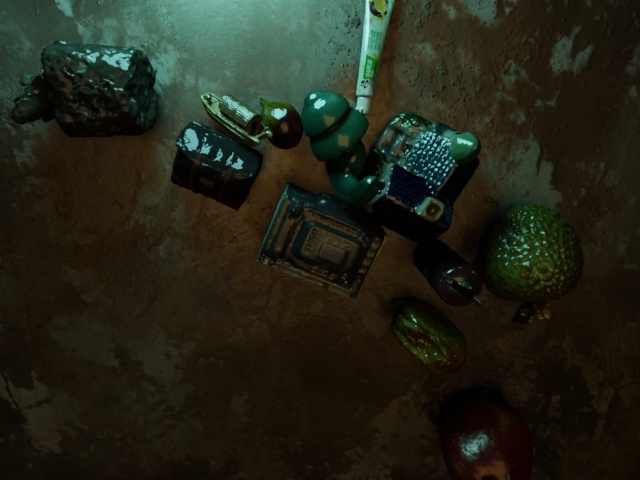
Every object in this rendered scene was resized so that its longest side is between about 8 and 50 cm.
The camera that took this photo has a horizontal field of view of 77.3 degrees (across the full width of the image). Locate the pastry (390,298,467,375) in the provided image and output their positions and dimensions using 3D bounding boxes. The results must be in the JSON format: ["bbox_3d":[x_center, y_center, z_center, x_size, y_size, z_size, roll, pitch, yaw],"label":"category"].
[{"bbox_3d":[0.318,0.294,1.186,0.240,0.235,0.132,32,108,4],"label":"pastry"}]

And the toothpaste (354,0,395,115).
[{"bbox_3d":[0.135,-0.486,1.029,0.058,0.056,0.314,-6,109,-43],"label":"toothpaste"}]

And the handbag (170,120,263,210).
[{"bbox_3d":[-0.274,-0.186,1.048,0.215,0.155,0.169,24,146,-8],"label":"handbag"}]

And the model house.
[{"bbox_3d":[0.256,-0.157,1.021,0.243,0.284,0.298,26,105,-15],"label":"model house"}]

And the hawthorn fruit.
[{"bbox_3d":[0.525,0.678,1.258,0.285,0.369,0.284,6,110,16],"label":"hawthorn fruit"}]

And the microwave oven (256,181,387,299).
[{"bbox_3d":[0.000,0.000,1.108,0.295,0.181,0.237,22,107,-8],"label":"microwave oven"}]

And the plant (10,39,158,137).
[{"bbox_3d":[-0.570,-0.357,0.957,0.312,0.215,0.213,4,111,0],"label":"plant"}]

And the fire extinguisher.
[{"bbox_3d":[0.334,0.085,1.064,0.135,0.337,0.114,33,101,-10],"label":"fire extinguisher"}]

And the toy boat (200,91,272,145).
[{"bbox_3d":[-0.216,-0.316,1.014,0.226,0.068,0.088,39,146,18],"label":"toy boat"}]

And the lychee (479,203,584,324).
[{"bbox_3d":[0.580,0.062,1.112,0.270,0.270,0.320,2,70,-3],"label":"lychee"}]

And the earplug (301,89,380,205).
[{"bbox_3d":[0.042,-0.235,0.998,0.164,0.257,0.280,-24,116,31],"label":"earplug"}]

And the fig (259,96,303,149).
[{"bbox_3d":[-0.112,-0.314,1.050,0.154,0.103,0.109,45,115,14],"label":"fig"}]
